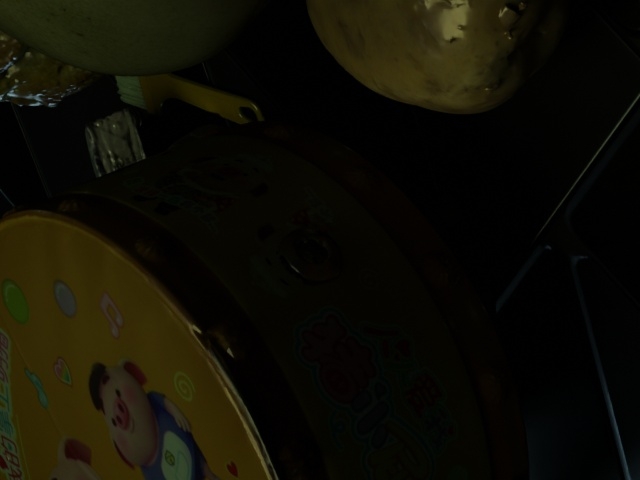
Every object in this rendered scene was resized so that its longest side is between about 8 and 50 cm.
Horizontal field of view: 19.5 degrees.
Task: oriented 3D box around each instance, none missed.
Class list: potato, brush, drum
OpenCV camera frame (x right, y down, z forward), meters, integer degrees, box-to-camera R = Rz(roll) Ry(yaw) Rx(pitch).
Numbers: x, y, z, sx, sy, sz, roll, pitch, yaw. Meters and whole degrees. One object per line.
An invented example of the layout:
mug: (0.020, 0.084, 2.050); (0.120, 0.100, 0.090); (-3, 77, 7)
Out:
potato: (0.073, -0.151, 1.153); (0.235, 0.128, 0.161); (-34, 74, 65)
brush: (-0.113, -0.127, 1.558); (0.205, 0.011, 0.083); (24, 138, 43)
drum: (-0.064, 0.134, 1.354); (0.431, 0.214, 0.431); (30, 131, 40)

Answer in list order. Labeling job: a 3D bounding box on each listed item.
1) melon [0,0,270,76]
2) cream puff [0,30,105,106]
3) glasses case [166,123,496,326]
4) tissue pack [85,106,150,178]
melon: (-0.158, -0.266, 1.217); (0.330, 0.268, 0.268); (40, 150, 0)
cream puff: (-0.275, -0.204, 1.511); (0.244, 0.196, 0.244); (33, 154, 18)
glasses case: (0.000, 0.000, 1.449); (0.323, 0.074, 0.131); (20, 136, 47)
tissue pack: (-0.161, -0.046, 1.604); (0.156, 0.051, 0.112); (129, 119, -84)
